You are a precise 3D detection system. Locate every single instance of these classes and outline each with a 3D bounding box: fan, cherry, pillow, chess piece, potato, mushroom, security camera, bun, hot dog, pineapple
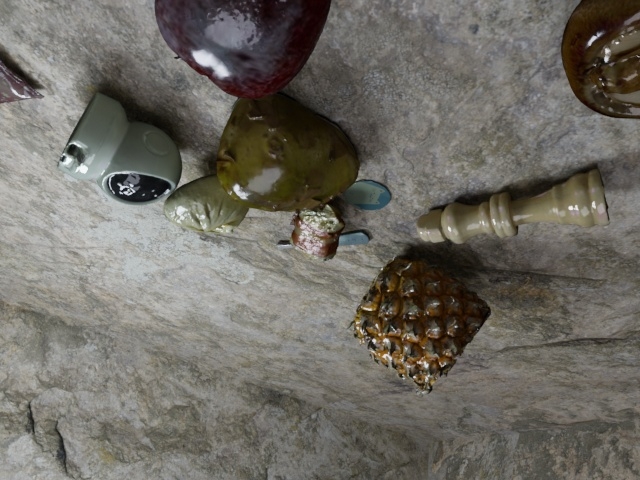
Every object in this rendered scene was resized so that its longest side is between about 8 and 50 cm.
[{"bbox_3d":[0.084,-0.115,1.124,0.175,0.005,0.113,13,148,-5],"label":"fan"},{"bbox_3d":[-0.103,-0.337,0.668,0.300,0.203,0.230,-30,122,35],"label":"cherry"},{"bbox_3d":[-0.706,-0.335,0.996,0.185,0.043,0.118,-3,147,21],"label":"pillow"},{"bbox_3d":[0.405,-0.056,1.029,0.397,0.117,0.117,-11,141,33],"label":"chess piece"},{"bbox_3d":[-0.075,-0.141,0.967,0.300,0.196,0.246,26,146,-24],"label":"potato"},{"bbox_3d":[0.459,-0.277,0.632,0.253,0.153,0.253,6,155,3],"label":"mushroom"},{"bbox_3d":[-0.421,-0.183,1.018,0.236,0.194,0.194,30,143,-34],"label":"security camera"},{"bbox_3d":[-0.259,-0.071,1.111,0.222,0.127,0.222,-25,173,-3],"label":"bun"},{"bbox_3d":[-0.004,-0.038,1.191,0.146,0.103,0.213,32,137,7],"label":"hot dog"},{"bbox_3d":[0.000,0.000,1.312,0.282,0.023,0.057,-4,145,20],"label":"fan"},{"bbox_3d":[0.257,0.213,1.260,0.300,0.352,0.352,32,149,12],"label":"pineapple"}]
